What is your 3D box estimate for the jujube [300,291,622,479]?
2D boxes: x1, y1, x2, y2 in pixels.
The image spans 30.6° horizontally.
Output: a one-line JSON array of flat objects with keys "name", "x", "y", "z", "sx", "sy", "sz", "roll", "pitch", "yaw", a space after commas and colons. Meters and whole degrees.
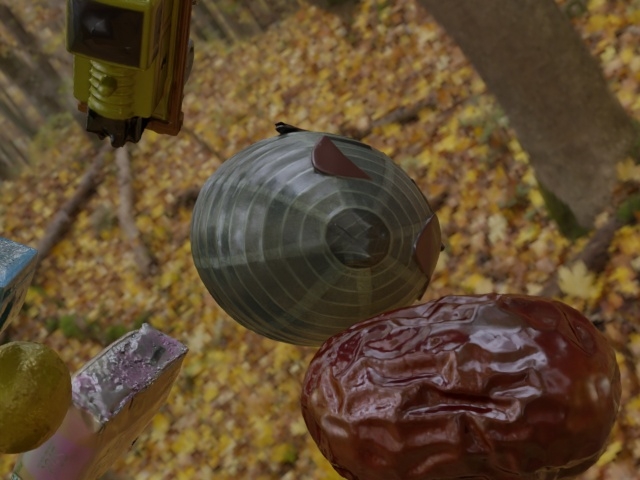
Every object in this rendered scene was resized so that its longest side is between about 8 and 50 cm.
[{"name": "jujube", "x": 0.111, "y": 0.124, "z": 0.933, "sx": 0.250, "sy": 0.174, "sz": 0.174, "roll": -1, "pitch": 37, "yaw": 24}]

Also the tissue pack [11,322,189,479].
[{"name": "tissue pack", "x": -0.322, "y": 0.250, "z": 1.685, "sx": 0.215, "sy": 0.123, "sz": 0.256, "roll": -43, "pitch": -11, "yaw": -49}]

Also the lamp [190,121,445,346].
[{"name": "lamp", "x": 0.000, "y": 0.000, "z": 1.221, "sx": 0.233, "sy": 0.265, "sz": 0.233, "roll": -45, "pitch": 28, "yaw": 32}]

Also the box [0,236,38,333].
[{"name": "box", "x": -0.410, "y": 0.022, "z": 1.143, "sx": 0.142, "sy": 0.232, "sz": 0.083, "roll": -91, "pitch": 23, "yaw": -77}]

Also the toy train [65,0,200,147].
[{"name": "toy train", "x": -0.143, "y": -0.152, "z": 0.875, "sx": 0.089, "sy": 0.219, "sz": 0.127, "roll": 15, "pitch": 42, "yaw": 1}]

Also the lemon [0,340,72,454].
[{"name": "lemon", "x": -0.314, "y": 0.163, "z": 1.207, "sx": 0.109, "sy": 0.109, "sz": 0.133, "roll": -11, "pitch": 32, "yaw": 43}]
